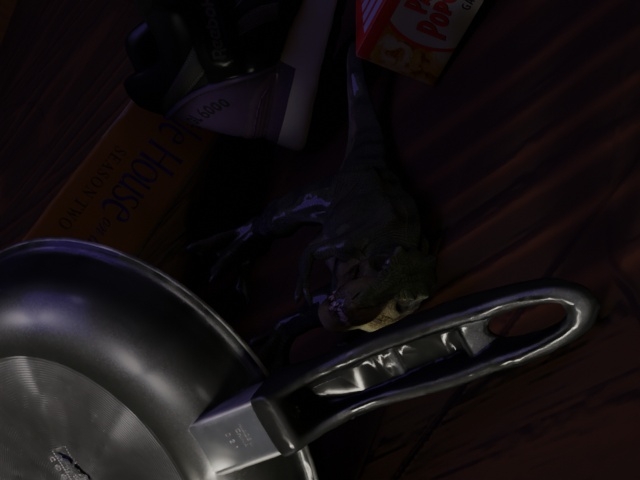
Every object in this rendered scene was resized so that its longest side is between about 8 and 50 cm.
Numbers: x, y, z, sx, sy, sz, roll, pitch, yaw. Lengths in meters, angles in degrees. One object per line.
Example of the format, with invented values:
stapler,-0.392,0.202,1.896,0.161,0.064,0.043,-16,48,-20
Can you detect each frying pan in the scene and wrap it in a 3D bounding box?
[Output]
frying pan,-0.035,0.097,0.683,0.326,0.197,0.053,6,30,35

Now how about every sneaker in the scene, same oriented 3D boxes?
sneaker,-0.045,-0.157,0.873,0.283,0.124,0.107,104,172,-46

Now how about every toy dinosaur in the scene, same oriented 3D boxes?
toy dinosaur,0.000,0.000,0.787,0.118,0.064,0.268,-45,22,18

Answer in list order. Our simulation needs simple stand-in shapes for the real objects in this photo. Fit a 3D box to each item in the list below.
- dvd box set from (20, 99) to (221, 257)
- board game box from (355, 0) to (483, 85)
dvd box set,-0.179,0.055,1.042,0.307,0.062,0.420,-50,7,39
board game box,0.076,-0.192,0.809,0.147,0.045,0.193,-89,23,-51
